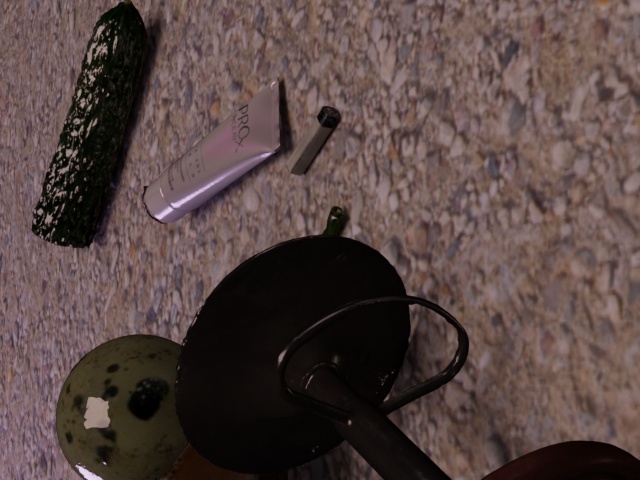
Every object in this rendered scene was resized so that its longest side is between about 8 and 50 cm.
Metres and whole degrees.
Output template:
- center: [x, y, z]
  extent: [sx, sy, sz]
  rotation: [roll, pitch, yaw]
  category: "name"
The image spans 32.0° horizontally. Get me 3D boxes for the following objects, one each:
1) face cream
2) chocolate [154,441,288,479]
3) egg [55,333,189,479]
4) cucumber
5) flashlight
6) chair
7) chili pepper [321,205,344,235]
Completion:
- center: [-0.118, -0.090, 1.280]
  extent: [0.244, 0.058, 0.092]
  rotation: [-33, 52, 42]
  category: "face cream"
- center: [-0.089, 0.252, 1.048]
  extent: [0.093, 0.148, 0.214]
  rotation: [22, 139, 16]
  category: "chocolate"
- center: [-0.205, 0.198, 1.241]
  extent: [0.228, 0.177, 0.177]
  rotation: [132, 136, -61]
  category: "egg"
- center: [-0.317, -0.165, 1.557]
  extent: [0.096, 0.096, 0.359]
  rotation: [40, 116, 53]
  category: "cucumber"
- center: [-0.008, -0.102, 1.140]
  extent: [0.083, 0.018, 0.018]
  rotation: [-55, 41, 36]
  category: "flashlight"
- center: [0.074, 0.175, 0.777]
  extent: [0.401, 0.227, 0.226]
  rotation: [41, 117, 51]
  category: "chair"
- center: [0.000, 0.000, 1.108]
  extent: [0.027, 0.022, 0.083]
  rotation: [48, 129, 9]
  category: "chili pepper"
